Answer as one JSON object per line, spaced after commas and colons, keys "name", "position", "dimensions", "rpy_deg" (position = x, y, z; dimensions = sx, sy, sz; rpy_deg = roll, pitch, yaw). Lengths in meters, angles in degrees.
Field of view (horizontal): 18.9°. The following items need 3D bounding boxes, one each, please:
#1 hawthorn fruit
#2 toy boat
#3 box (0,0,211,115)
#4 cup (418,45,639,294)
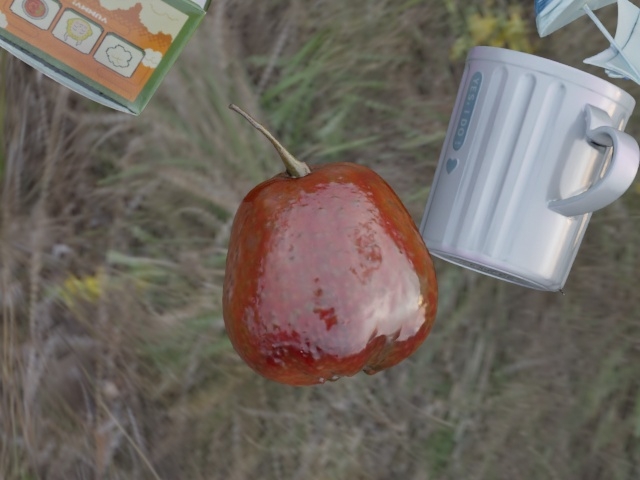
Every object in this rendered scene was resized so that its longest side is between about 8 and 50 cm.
{"name": "hawthorn fruit", "position": [0.000, 0.000, 1.378], "dimensions": [0.162, 0.162, 0.203], "rpy_deg": [-9, 85, -10]}
{"name": "toy boat", "position": [0.203, -0.131, 1.194], "dimensions": [0.149, 0.034, 0.105], "rpy_deg": [34, 61, 7]}
{"name": "box", "position": [-0.193, -0.248, 1.766], "dimensions": [0.177, 0.195, 0.148], "rpy_deg": [29, 126, -11]}
{"name": "cup", "position": [0.192, -0.067, 1.809], "dimensions": [0.167, 0.221, 0.202], "rpy_deg": [19, 87, -2]}
